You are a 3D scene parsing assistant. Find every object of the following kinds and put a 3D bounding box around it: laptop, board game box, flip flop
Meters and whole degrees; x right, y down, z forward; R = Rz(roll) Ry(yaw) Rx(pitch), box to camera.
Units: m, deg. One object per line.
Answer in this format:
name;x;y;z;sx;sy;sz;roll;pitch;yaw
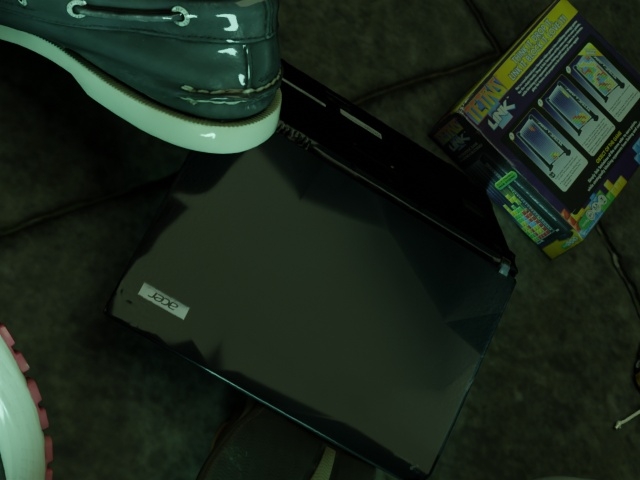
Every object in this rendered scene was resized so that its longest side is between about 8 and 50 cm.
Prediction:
laptop;0.000;0.000;0.963;0.234;0.136;0.264;31;17;-14
board game box;0.187;-0.092;1.124;0.141;0.048;0.170;45;57;-2
flip flop;-0.025;0.131;0.907;0.112;0.080;0.277;29;43;-15

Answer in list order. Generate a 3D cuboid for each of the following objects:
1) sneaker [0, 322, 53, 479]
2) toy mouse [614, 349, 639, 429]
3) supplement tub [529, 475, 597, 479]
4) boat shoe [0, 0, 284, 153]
sneaker;-0.235;0.046;0.752;0.112;0.121;0.299;-33;124;-20
toy mouse;0.315;0.113;1.114;0.143;0.031;0.161;33;58;-12
supplement tub;0.247;0.299;0.874;0.331;0.241;0.241;20;61;-19
boat shoe;-0.165;-0.177;0.865;0.340;0.113;0.127;33;41;21
